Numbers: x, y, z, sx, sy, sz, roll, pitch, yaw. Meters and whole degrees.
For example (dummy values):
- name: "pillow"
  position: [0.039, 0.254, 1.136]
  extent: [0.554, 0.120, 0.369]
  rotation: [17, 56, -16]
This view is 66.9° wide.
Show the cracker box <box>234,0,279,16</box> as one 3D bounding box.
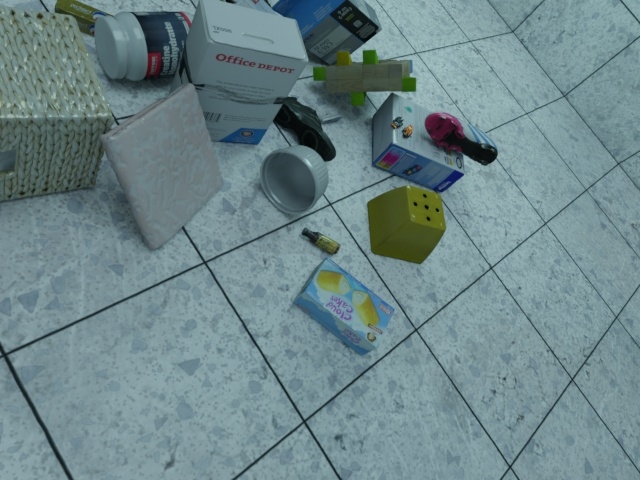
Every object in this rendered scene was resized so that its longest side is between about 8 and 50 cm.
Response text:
- name: "cracker box"
  position: [-0.266, -0.736, 1.697]
  extent: [0.232, 0.067, 0.155]
  rotation: [-43, 89, -5]

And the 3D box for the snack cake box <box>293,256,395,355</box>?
- name: "snack cake box"
  position: [0.071, 0.194, 1.426]
  extent: [0.264, 0.089, 0.152]
  rotation: [38, 51, -6]

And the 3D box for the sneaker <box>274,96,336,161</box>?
- name: "sneaker"
  position: [-0.039, -0.400, 1.689]
  extent: [0.286, 0.109, 0.130]
  rotation: [49, 45, 0]

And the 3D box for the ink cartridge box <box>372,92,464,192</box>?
- name: "ink cartridge box"
  position: [0.405, -0.365, 1.893]
  extent: [0.396, 0.151, 0.269]
  rotation: [17, 57, -20]

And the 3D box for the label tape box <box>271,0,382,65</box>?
- name: "label tape box"
  position: [0.028, -0.820, 1.799]
  extent: [0.348, 0.249, 0.115]
  rotation: [9, 59, -52]

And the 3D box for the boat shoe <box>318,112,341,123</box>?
- name: "boat shoe"
  position: [0.035, -0.461, 1.808]
  extent: [0.100, 0.035, 0.035]
  rotation: [-21, 79, -30]

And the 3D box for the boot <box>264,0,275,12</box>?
- name: "boot"
  position: [-0.157, -0.822, 1.877]
  extent: [0.229, 0.091, 0.262]
  rotation: [22, 45, -32]

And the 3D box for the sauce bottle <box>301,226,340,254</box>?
- name: "sauce bottle"
  position: [0.000, 0.000, 1.524]
  extent: [0.128, 0.042, 0.042]
  rotation: [27, 54, -12]

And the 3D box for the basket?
- name: "basket"
  position: [-0.685, -0.311, 1.126]
  extent: [0.267, 0.328, 0.331]
  rotation: [-15, 72, -40]

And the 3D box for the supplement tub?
- name: "supplement tub"
  position: [-0.509, -0.586, 1.460]
  extent: [0.272, 0.191, 0.191]
  rotation: [-22, 76, -37]

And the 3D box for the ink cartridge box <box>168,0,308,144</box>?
- name: "ink cartridge box"
  position: [-0.254, -0.468, 1.412]
  extent: [0.286, 0.395, 0.166]
  rotation: [-1, 65, -31]

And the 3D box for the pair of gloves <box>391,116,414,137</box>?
- name: "pair of gloves"
  position: [0.298, -0.411, 1.758]
  extent: [0.083, 0.010, 0.074]
  rotation: [38, 53, -3]

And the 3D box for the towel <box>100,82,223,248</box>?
- name: "towel"
  position: [-0.391, -0.194, 1.256]
  extent: [0.054, 0.331, 0.317]
  rotation: [13, 45, 23]

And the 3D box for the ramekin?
- name: "ramekin"
  position: [-0.073, -0.195, 1.493]
  extent: [0.207, 0.207, 0.109]
  rotation: [47, 42, 1]

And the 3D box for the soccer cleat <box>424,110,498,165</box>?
- name: "soccer cleat"
  position: [0.524, -0.397, 1.832]
  extent: [0.331, 0.116, 0.143]
  rotation: [26, 38, -18]

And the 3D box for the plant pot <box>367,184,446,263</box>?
- name: "plant pot"
  position: [0.303, -0.067, 1.644]
  extent: [0.212, 0.187, 0.212]
  rotation: [13, 59, -24]

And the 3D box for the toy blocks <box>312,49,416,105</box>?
- name: "toy blocks"
  position: [0.197, -0.631, 1.850]
  extent: [0.382, 0.190, 0.261]
  rotation: [5, 25, 20]

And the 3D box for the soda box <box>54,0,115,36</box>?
- name: "soda box"
  position: [-0.707, -0.672, 1.480]
  extent: [0.181, 0.058, 0.061]
  rotation: [15, 58, -22]

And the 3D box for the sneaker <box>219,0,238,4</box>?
- name: "sneaker"
  position: [-0.307, -0.823, 1.780]
  extent: [0.185, 0.084, 0.069]
  rotation: [48, 51, 2]
